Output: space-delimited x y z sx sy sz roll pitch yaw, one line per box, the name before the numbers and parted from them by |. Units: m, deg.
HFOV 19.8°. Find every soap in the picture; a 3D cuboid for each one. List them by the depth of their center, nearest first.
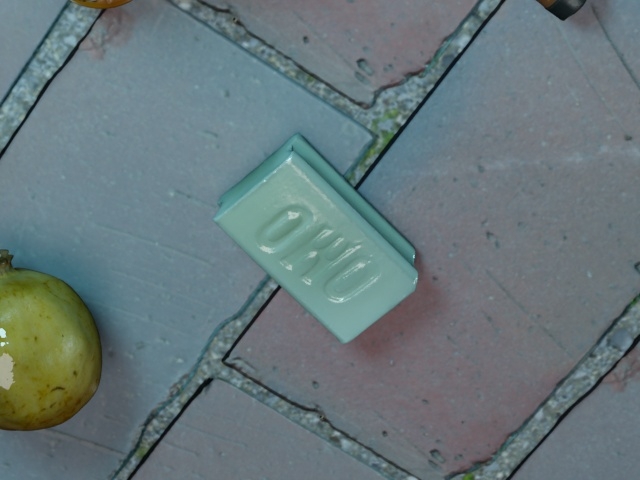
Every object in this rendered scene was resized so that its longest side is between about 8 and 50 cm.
soap | 0.000 0.000 1.888 0.119 0.066 0.198 -39 109 22

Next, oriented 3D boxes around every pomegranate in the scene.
pomegranate | -0.316 0.102 1.895 0.196 0.196 0.196 1 117 2

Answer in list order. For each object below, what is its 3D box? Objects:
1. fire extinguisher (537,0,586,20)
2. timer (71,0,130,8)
fire extinguisher | 0.180 -0.281 1.744 0.177 0.050 0.062 35 139 -15
timer | -0.212 -0.264 1.714 0.132 0.152 0.132 1 117 2
